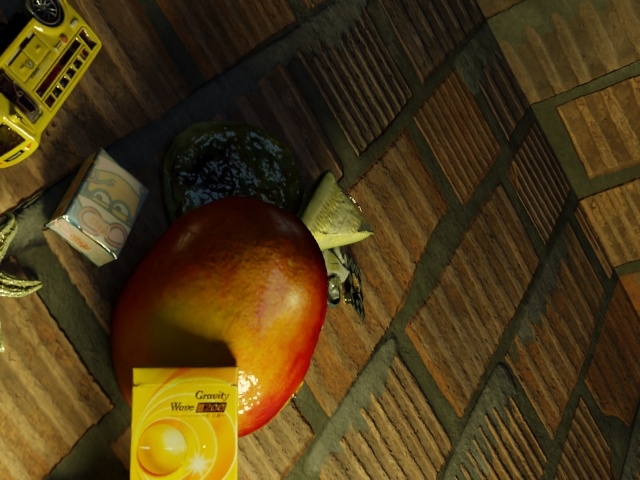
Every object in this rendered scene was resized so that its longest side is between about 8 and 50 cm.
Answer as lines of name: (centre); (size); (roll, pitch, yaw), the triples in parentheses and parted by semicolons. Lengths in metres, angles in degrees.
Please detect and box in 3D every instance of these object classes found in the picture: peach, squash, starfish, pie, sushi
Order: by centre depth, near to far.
starfish: (-0.458, 0.054, 1.245); (0.176, 0.053, 0.208); (26, 62, -55)
peach: (-0.156, 0.101, 1.408); (0.242, 0.306, 0.381); (43, 49, -41)
pie: (-0.156, -0.088, 1.642); (0.323, 0.070, 0.323); (14, 66, -34)
squash: (0.000, 0.000, 1.673); (0.169, 0.093, 0.252); (51, 32, -17)
sushi: (0.065, 0.102, 1.886); (0.120, 0.026, 0.126); (55, 27, -59)

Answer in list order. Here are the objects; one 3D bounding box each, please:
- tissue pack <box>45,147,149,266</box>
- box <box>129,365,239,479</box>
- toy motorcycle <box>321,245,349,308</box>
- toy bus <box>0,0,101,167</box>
tissue pack: (-0.354, -0.053, 1.415); (0.115, 0.065, 0.155); (44, 45, -28)
box: (-0.190, 0.311, 1.235); (0.152, 0.043, 0.270); (0, 83, -6)
toy motorcycle: (-0.004, 0.021, 1.814); (0.225, 0.073, 0.152); (60, 35, -12)
toy bus: (-0.457, -0.225, 1.299); (0.151, 0.145, 0.331); (47, 41, -29)
